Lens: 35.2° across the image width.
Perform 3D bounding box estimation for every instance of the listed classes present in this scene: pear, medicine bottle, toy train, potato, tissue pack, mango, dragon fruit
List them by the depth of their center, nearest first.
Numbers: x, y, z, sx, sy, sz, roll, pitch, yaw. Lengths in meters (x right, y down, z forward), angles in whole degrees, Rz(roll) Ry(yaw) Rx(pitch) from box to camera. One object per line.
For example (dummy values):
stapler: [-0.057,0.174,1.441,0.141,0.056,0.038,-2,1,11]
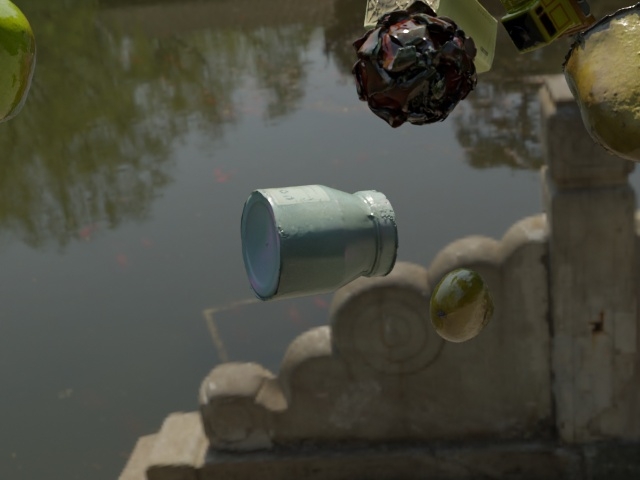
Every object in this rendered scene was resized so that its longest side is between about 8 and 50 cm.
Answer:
toy train: [0.289,-0.347,1.368,0.127,0.219,0.089,-41,16,-26]
pear: [-0.470,-0.246,1.369,0.187,0.187,0.219,0,-9,16]
dragon fruit: [0.131,-0.240,1.409,0.182,0.182,0.188,4,-2,24]
potato: [0.542,-0.236,1.693,0.229,0.229,0.266,-7,58,-1]
tissue pack: [0.213,-0.409,1.915,0.159,0.125,0.234,1,-16,36]
mango: [0.272,0.132,1.919,0.091,0.237,0.137,26,81,29]
medicine bottle: [0.000,0.000,2.190,0.290,0.245,0.245,-5,21,-23]
